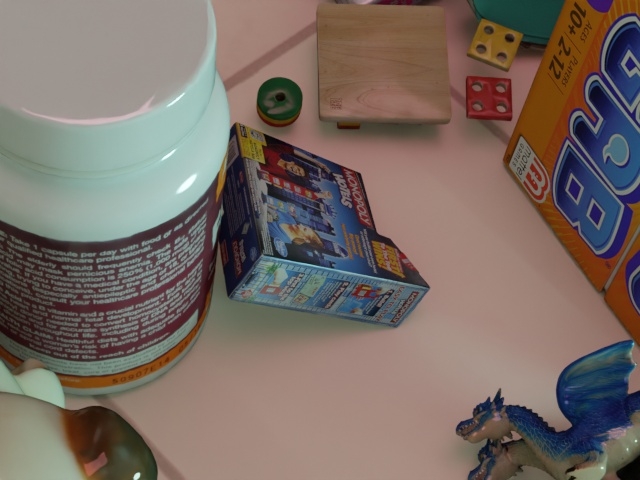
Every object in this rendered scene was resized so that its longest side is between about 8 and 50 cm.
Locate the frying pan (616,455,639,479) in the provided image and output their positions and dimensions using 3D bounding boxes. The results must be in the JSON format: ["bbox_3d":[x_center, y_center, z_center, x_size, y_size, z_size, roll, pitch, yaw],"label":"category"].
[{"bbox_3d":[0.281,0.259,1.238,0.197,0.053,0.326,-7,46,30],"label":"frying pan"}]

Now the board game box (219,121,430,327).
[{"bbox_3d":[0.000,0.000,1.396,0.194,0.060,0.194,22,33,-27],"label":"board game box"}]

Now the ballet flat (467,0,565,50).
[{"bbox_3d":[0.340,-0.288,1.623,0.409,0.147,0.147,-4,59,-7],"label":"ballet flat"}]

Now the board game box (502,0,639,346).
[{"bbox_3d":[0.442,-0.106,1.372,0.356,0.356,0.356,-23,64,-21],"label":"board game box"}]

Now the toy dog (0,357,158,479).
[{"bbox_3d":[-0.299,0.137,1.114,0.408,0.395,0.284,38,52,26],"label":"toy dog"}]

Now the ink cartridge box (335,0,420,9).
[{"bbox_3d":[0.124,-0.372,1.636,0.311,0.065,0.186,-31,67,-7],"label":"ink cartridge box"}]

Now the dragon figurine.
[{"bbox_3d":[0.253,0.146,1.281,0.289,0.085,0.144,-30,36,5],"label":"dragon figurine"}]

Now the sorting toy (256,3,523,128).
[{"bbox_3d":[0.071,-0.173,1.539,0.274,0.046,0.132,0,67,-5],"label":"sorting toy"}]

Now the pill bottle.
[{"bbox_3d":[-0.189,-0.053,1.234,0.224,0.392,0.224,4,58,-6],"label":"pill bottle"}]
